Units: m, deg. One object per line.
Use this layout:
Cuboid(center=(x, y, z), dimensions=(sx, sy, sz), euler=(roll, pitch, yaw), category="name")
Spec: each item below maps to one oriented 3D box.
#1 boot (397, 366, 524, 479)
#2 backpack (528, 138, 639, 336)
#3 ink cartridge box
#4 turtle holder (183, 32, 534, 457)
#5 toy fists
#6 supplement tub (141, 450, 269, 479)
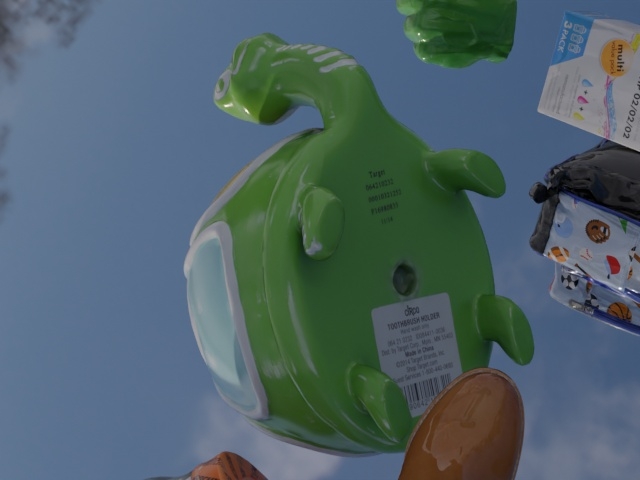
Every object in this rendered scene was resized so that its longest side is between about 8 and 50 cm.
Cuboid(center=(0.073, 0.157, 0.901), dimensions=(0.152, 0.073, 0.197), euler=(86, 30, -77), category="boot")
Cuboid(center=(0.401, -0.003, 1.760), dimensions=(0.263, 0.213, 0.276), euler=(21, -144, 32), category="backpack")
Cuboid(center=(0.303, -0.143, 1.438), dimensions=(0.181, 0.061, 0.104), euler=(27, -68, 38), category="ink cartridge box")
Cuboid(center=(-0.007, 0.016, 1.197), dimensions=(0.227, 0.320, 0.243), euler=(-11, -151, 47), category="turtle holder")
Cuboid(center=(0.164, -0.352, 1.902), dimensions=(0.096, 0.142, 0.279), euler=(2, -93, 63), category="toy fists")
Cuboid(center=(-0.150, 0.304, 1.113), dimensions=(0.316, 0.193, 0.193), euler=(-38, -152, 6), category="supplement tub")
